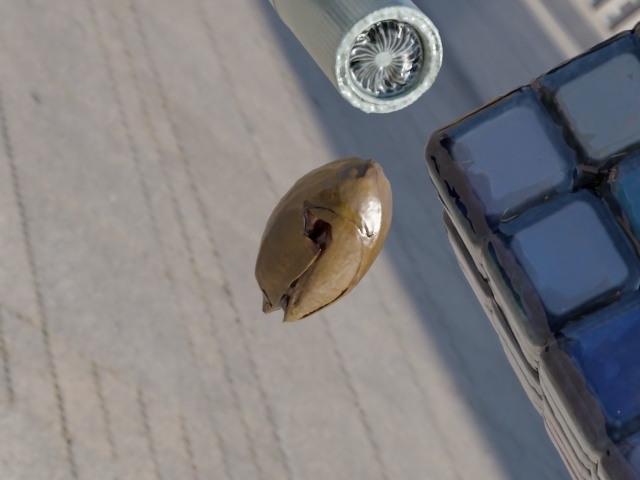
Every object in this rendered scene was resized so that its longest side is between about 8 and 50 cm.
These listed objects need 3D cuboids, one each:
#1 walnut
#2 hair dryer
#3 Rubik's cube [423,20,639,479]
[{"bbox_3d":[0.000,0.000,1.779,0.137,0.245,0.137,24,34,-17],"label":"walnut"},{"bbox_3d":[-0.048,-0.129,0.551,0.183,0.044,0.155,32,12,-30],"label":"hair dryer"},{"bbox_3d":[0.251,0.037,0.787,0.287,0.293,0.292,62,3,16],"label":"Rubik's cube"}]
